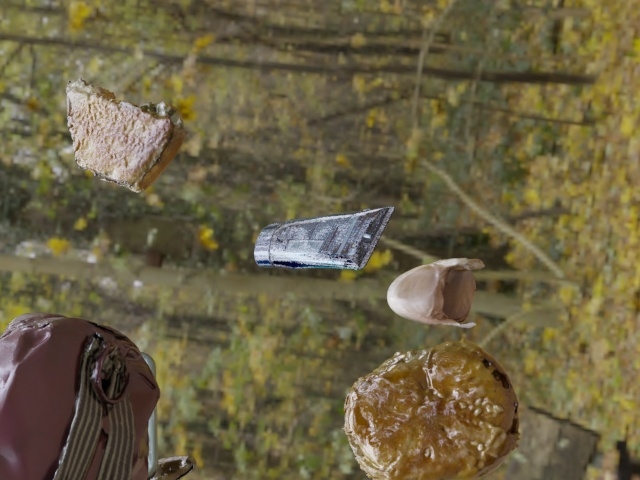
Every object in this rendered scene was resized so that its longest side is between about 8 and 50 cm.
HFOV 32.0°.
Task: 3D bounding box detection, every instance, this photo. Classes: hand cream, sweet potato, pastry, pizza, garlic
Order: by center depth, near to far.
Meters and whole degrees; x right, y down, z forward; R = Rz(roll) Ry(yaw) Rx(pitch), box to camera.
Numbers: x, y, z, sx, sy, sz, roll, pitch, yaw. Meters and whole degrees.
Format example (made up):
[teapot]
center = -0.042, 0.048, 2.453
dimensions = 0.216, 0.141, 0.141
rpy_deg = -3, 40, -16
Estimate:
[garlic]
center = 0.172, 0.080, 1.585
dimensions = 0.174, 0.124, 0.099
rpy_deg = 11, -108, -59
[pizza]
center = -0.315, -0.161, 1.747
dimensions = 0.147, 0.226, 0.069
rpy_deg = -70, -22, -5
[hand cream]
center = 0.000, 0.000, 1.796
dimensions = 0.061, 0.270, 0.120
rpy_deg = 46, -121, -29
[pastry]
center = 0.200, 0.312, 1.974
dimensions = 0.162, 0.310, 0.255
rpy_deg = 42, -141, -69
[sweet potato]
center = -0.311, 0.466, 2.110
dimensions = 0.233, 0.081, 0.062
rpy_deg = -56, 31, 37

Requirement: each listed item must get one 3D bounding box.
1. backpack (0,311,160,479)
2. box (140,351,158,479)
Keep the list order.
[backpack]
center = -0.287, 0.237, 1.179
dimensions = 0.283, 0.197, 0.317
rpy_deg = 35, -105, -40
[box]
center = -0.366, 0.327, 2.002
dimensions = 0.135, 0.163, 0.243
rpy_deg = 91, 173, -69
